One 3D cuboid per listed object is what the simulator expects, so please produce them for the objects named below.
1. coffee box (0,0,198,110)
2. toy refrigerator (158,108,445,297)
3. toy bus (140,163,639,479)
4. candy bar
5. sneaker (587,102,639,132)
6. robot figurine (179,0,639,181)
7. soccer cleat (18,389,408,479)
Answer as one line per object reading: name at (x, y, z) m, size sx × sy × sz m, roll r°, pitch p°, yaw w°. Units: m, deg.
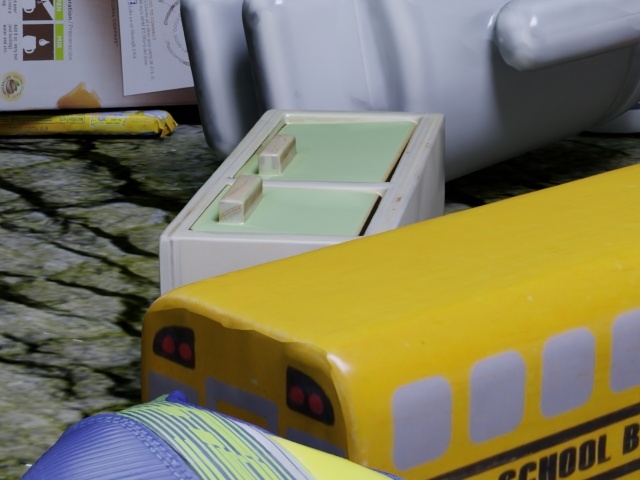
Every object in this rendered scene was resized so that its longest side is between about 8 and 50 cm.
coffee box at (-0.162, -0.151, 1.465) m, size 0.246 × 0.098 × 0.141 m, roll -4°, pitch 10°, yaw -24°
toy refrigerator at (0.000, 0.000, 0.971) m, size 0.102 × 0.094 × 0.269 m, roll 2°, pitch 16°, yaw 9°
toy bus at (0.096, 0.052, 0.710) m, size 0.333 × 0.130 × 0.108 m, roll -15°, pitch 21°, yaw -41°
candy bar at (-0.184, -0.084, 1.418) m, size 0.161 × 0.018 × 0.040 m, roll 1°, pitch 12°, yaw 5°
sneaker at (0.292, -0.166, 1.500) m, size 0.126 × 0.127 × 0.321 m, roll 10°, pitch 17°, yaw 38°
robot figurine at (0.088, -0.146, 1.243) m, size 0.353 × 0.199 × 0.300 m, roll -21°, pitch 23°, yaw -31°
soccer cleat at (0.054, 0.108, 0.487) m, size 0.289 × 0.093 × 0.121 m, roll 19°, pitch 33°, yaw 17°
